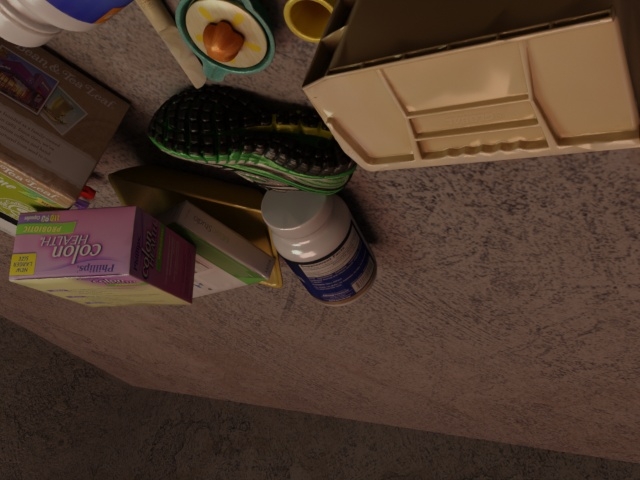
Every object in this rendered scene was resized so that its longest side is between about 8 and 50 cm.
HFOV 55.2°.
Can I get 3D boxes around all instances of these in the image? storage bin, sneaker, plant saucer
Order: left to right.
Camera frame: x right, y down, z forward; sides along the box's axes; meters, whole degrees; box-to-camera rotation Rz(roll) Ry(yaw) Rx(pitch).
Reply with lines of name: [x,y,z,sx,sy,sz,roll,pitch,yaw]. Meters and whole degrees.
plant saucer: [-0.236,-0.038,1.291,0.332,0.081,0.333,13,152,8]
sneaker: [-0.112,-0.138,0.976,0.343,0.134,0.146,15,153,5]
storage bin: [0.146,-0.208,0.550,0.260,0.262,0.123,-2,146,34]

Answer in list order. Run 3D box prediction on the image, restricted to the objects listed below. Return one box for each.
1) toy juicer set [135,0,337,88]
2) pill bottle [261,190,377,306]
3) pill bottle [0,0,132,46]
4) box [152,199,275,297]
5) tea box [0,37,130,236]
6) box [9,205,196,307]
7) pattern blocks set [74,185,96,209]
toy juicer set: [-0.144,-0.289,0.766,0.329,0.090,0.209,-10,142,43]
pill bottle: [0.000,0.000,1.138,0.153,0.153,0.265,4,148,26]
pill bottle: [-0.243,-0.315,0.634,0.272,0.152,0.152,-23,134,27]
box: [-0.279,0.031,1.301,0.232,0.058,0.322,36,149,-30]
tea box: [-0.569,-0.191,1.064,0.329,0.220,0.323,32,149,-25]
box: [-0.367,0.037,1.076,0.213,0.117,0.243,-3,164,12]
pattern blocks set: [-0.669,-0.157,1.364,0.324,0.026,0.285,28,160,-21]
